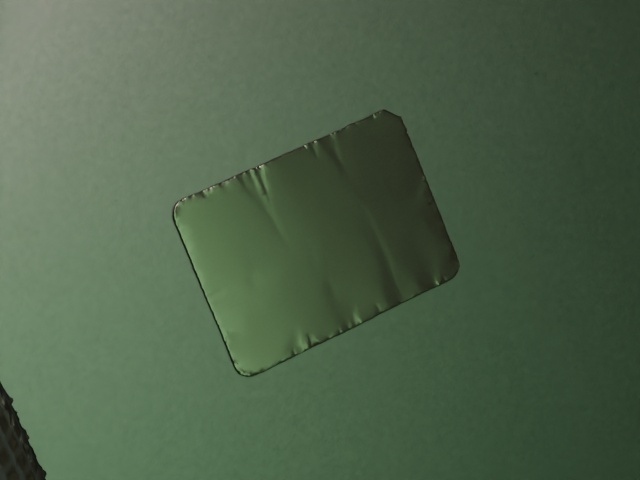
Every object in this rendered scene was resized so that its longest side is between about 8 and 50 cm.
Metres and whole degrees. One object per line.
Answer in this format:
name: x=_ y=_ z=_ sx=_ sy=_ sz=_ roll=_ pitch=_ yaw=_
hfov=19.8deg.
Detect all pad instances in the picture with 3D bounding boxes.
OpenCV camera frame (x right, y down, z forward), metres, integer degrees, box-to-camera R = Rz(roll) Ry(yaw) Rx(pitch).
pad: x=0.000 y=0.000 z=1.081 sx=0.157 sy=0.003 sz=0.112 roll=-25 pitch=98 yaw=-20

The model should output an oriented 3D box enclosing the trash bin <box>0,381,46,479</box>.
trash bin: x=-0.220 y=0.111 z=0.913 sx=0.175 sy=0.175 sz=0.161 roll=-36 pitch=112 yaw=-19
